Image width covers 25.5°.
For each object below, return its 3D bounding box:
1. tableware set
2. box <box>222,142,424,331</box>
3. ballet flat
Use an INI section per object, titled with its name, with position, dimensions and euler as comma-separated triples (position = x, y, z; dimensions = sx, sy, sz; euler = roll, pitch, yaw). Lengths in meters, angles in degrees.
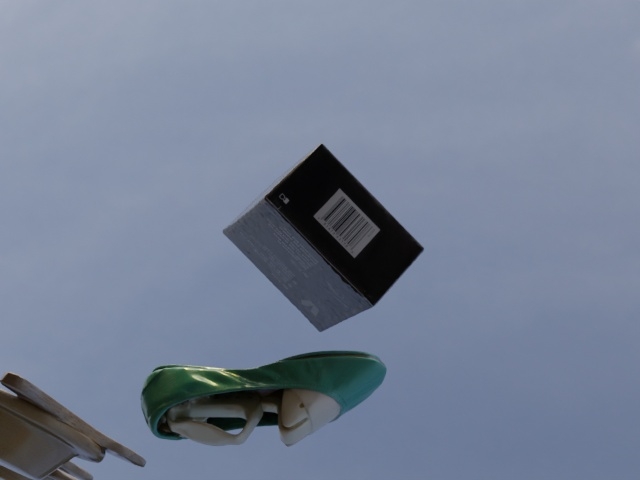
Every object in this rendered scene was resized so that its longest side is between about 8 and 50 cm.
[tableware set]
position = -0.093, 0.058, 0.416
dimensions = 0.168, 0.141, 0.020
euler = 13, -111, 38
[box]
position = 0.000, 0.000, 1.481
dimensions = 0.093, 0.156, 0.158
euler = -46, -174, -24
[ballet flat]
position = -0.056, 0.164, 1.390
dimensions = 0.247, 0.083, 0.087
euler = -4, -130, 7
